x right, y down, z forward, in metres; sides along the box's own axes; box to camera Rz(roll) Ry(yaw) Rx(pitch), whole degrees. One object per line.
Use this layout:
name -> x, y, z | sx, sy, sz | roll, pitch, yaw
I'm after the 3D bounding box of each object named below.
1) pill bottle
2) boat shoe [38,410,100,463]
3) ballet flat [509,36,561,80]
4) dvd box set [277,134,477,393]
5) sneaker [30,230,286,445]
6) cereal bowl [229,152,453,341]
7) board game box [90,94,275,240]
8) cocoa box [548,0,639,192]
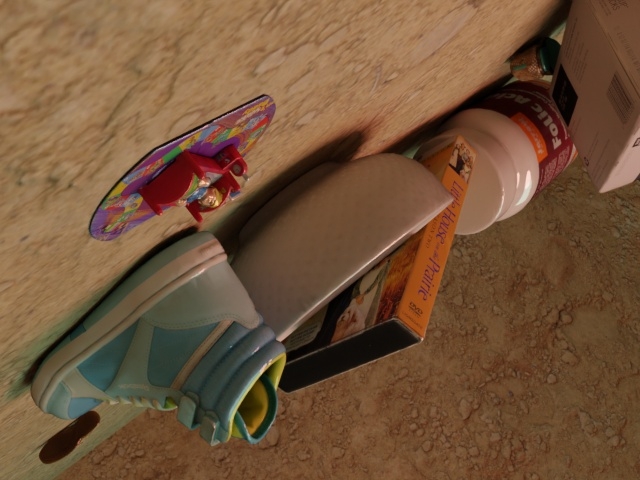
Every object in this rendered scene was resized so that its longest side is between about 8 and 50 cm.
pill bottle -> 0.347, -0.169, 1.441 | 0.392, 0.224, 0.224 | -34, 173, -47
boat shoe -> -0.499, 0.398, 1.476 | 0.135, 0.050, 0.045 | -36, 169, -23
ballet flat -> 0.385, -0.324, 1.320 | 0.067, 0.073, 0.206 | -10, -172, 31
dvd box set -> 0.088, 0.032, 1.199 | 0.308, 0.062, 0.420 | -30, -155, 43
sneaker -> -0.168, 0.158, 0.783 | 0.319, 0.208, 0.127 | -41, 176, 32
cereal bowl -> 0.000, 0.000, 0.947 | 0.339, 0.141, 0.339 | -38, 176, -4
board game box -> -0.090, -0.042, 0.552 | 0.169, 0.033, 0.133 | -35, 174, -36
cocoa box -> 0.532, -0.265, 1.167 | 0.228, 0.231, 0.347 | -21, 161, 3
